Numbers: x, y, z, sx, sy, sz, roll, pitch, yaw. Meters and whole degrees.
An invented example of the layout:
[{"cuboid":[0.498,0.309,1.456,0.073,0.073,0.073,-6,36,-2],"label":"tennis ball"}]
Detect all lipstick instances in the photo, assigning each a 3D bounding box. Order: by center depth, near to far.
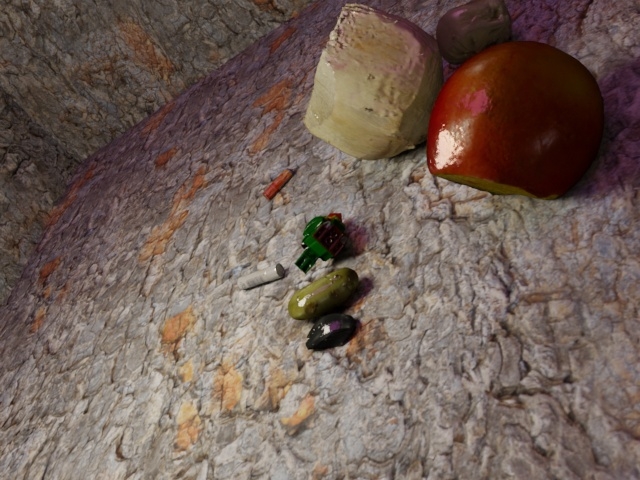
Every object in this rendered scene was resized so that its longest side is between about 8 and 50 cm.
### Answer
[{"cuboid":[-0.162,0.099,1.833,0.141,0.040,0.040,-21,36,31],"label":"lipstick"}]

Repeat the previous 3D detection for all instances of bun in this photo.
[{"cuboid":[0.439,-0.581,1.909,0.229,0.229,0.145,-39,60,3],"label":"bun"}]

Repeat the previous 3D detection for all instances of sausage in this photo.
[{"cuboid":[-0.131,-0.185,2.172,0.129,0.034,0.034,-48,31,-11],"label":"sausage"}]

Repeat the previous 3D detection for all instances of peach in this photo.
[{"cuboid":[0.399,-0.240,1.389,0.380,0.306,0.242,-54,27,-14],"label":"peach"}]

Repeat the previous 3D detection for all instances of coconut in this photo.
[{"cuboid":[0.164,-0.399,1.822,0.405,0.404,0.404,-28,33,20],"label":"coconut"}]

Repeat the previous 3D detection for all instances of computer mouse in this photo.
[{"cuboid":[0.015,0.197,1.502,0.135,0.047,0.079,-25,33,28],"label":"computer mouse"}]

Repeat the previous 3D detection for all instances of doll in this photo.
[{"cuboid":[0.006,-0.006,1.719,0.134,0.106,0.186,-45,11,20],"label":"doll"}]

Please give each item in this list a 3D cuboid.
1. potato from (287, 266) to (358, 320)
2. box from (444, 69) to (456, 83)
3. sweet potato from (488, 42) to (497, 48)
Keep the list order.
[{"cuboid":[0.006,0.128,1.570,0.188,0.085,0.105,-33,9,7],"label":"potato"},{"cuboid":[0.413,-0.450,1.899,0.152,0.048,0.100,-24,36,22],"label":"box"},{"cuboid":[0.492,-0.423,1.730,0.109,0.079,0.346,-15,42,19],"label":"sweet potato"}]
